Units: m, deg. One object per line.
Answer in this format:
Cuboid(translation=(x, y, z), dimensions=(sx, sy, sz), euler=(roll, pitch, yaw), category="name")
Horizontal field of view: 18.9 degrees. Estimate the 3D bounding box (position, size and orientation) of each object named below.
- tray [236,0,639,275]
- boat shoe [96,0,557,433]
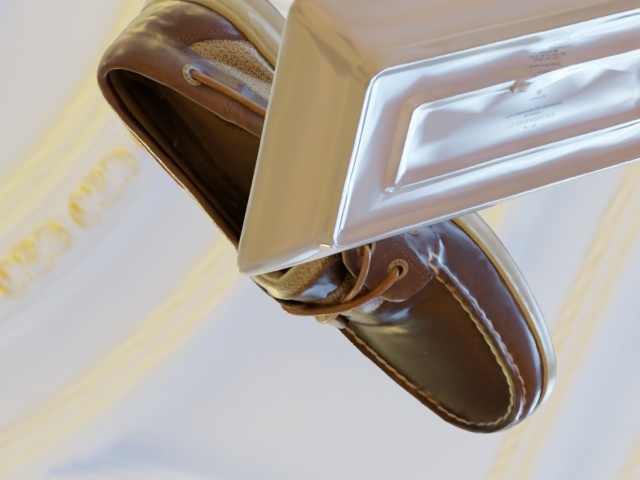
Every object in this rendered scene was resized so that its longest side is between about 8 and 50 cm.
Cuboid(translation=(0.089, -0.065, 0.861), dimensions=(0.270, 0.030, 0.145), euler=(-16, -45, -34), category="tray")
Cuboid(translation=(0.000, 0.000, 1.125), dimensions=(0.123, 0.123, 0.342), euler=(-31, -75, 37), category="boat shoe")
